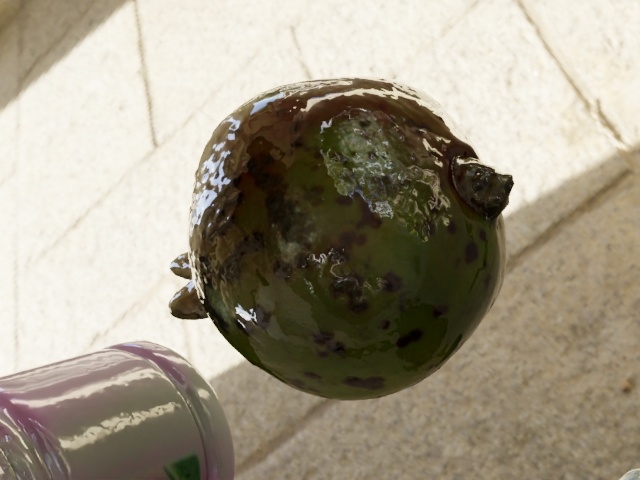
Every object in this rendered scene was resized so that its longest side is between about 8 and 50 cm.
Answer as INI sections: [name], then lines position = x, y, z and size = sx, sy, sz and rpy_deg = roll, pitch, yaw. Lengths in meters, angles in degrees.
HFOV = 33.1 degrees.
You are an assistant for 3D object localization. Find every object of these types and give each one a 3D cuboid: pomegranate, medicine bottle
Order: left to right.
[medicine bottle]
position = -0.248, 0.215, 0.920
size = 0.212, 0.325, 0.212
rpy_deg = 5, 99, 32
[pomegranate]
position = 0.004, -0.006, 0.665
size = 0.198, 0.198, 0.246
rpy_deg = -61, 24, -9

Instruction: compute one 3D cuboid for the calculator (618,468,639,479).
[calculator]
position = 0.338, 0.307, 0.961
size = 0.246, 0.045, 0.141
rpy_deg = 34, 121, 22
